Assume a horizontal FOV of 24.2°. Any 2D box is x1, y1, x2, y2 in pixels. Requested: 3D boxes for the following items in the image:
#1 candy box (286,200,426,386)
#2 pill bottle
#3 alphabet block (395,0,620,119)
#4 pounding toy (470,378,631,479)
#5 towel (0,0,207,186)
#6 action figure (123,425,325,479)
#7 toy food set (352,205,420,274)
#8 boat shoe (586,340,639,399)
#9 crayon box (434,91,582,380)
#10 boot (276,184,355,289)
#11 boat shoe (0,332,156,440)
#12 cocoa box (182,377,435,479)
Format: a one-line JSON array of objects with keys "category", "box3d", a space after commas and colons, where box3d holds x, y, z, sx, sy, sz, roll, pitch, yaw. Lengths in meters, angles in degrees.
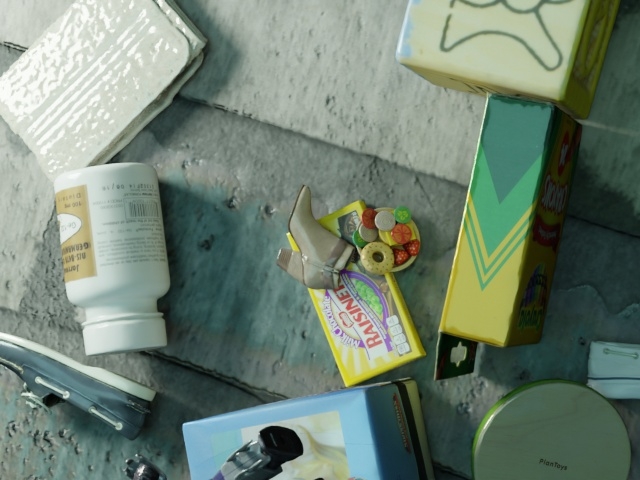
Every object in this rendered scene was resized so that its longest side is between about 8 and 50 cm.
[{"category": "candy box", "box3d": [0.042, 0.065, 1.819, 0.105, 0.027, 0.206, -25, 80, 18]}, {"category": "pill bottle", "box3d": [-0.257, 0.026, 1.865, 0.131, 0.131, 0.229, -9, 84, 18]}, {"category": "alphabet block", "box3d": [0.220, -0.257, 1.690, 0.197, 0.193, 0.192, 16, 94, 18]}, {"category": "pounding toy", "box3d": [0.269, 0.254, 1.711, 0.183, 0.110, 0.237, -45, 104, 1]}, {"category": "towel", "box3d": [-0.289, -0.217, 1.933, 0.282, 0.049, 0.187, -42, 75, 13]}, {"category": "action figure", "box3d": [-0.133, 0.299, 1.593, 0.285, 0.099, 0.185, -32, 82, 22]}, {"category": "toy food set", "box3d": [0.080, -0.002, 1.795, 0.083, 0.020, 0.082, -16, 79, -15]}, {"category": "boat shoe", "box3d": [0.407, 0.138, 1.665, 0.226, 0.083, 0.075, -4, 87, 19]}, {"category": "crayon box", "box3d": [0.213, 0.006, 1.676, 0.081, 0.202, 0.318, 12, 92, 18]}, {"category": "boot", "box3d": [0.000, 0.000, 1.805, 0.087, 0.042, 0.118, 17, 94, 13]}, {"category": "boat shoe", "box3d": [-0.335, 0.184, 1.906, 0.255, 0.095, 0.079, 19, 82, 9]}, {"category": "cocoa box", "box3d": [0.011, 0.350, 1.709, 0.231, 0.228, 0.347, -13, 84, 17]}]
